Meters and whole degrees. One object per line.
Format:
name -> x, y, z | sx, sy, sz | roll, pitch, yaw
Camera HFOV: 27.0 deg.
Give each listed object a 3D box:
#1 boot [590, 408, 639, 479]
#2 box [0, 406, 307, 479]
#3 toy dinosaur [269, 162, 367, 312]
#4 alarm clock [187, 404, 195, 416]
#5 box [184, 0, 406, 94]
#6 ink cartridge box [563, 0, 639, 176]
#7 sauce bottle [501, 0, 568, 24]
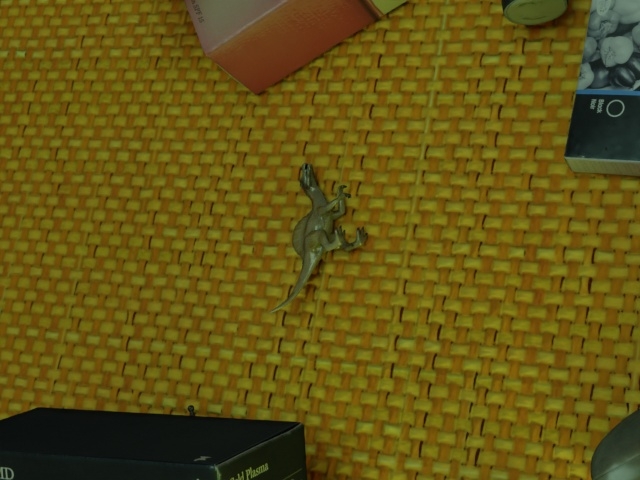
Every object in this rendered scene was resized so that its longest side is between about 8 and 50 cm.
boot -> 0.335, 0.151, 1.203 | 0.246, 0.161, 0.083 | -33, 62, 14
box -> -0.192, 0.343, 1.338 | 0.343, 0.179, 0.312 | 0, 97, 26
toy dinosaur -> 0.000, 0.000, 1.495 | 0.092, 0.053, 0.183 | -11, 61, 40
alarm clock -> -0.109, 0.278, 1.441 | 0.192, 0.064, 0.129 | 40, 93, 33
box -> -0.034, -0.304, 1.556 | 0.232, 0.127, 0.149 | -31, 62, 15
ink cartridge box -> 0.367, -0.165, 1.360 | 0.208, 0.045, 0.206 | 6, 76, 27
sauce bottle -> 0.218, -0.404, 1.475 | 0.111, 0.111, 0.344 | -11, 71, 23
